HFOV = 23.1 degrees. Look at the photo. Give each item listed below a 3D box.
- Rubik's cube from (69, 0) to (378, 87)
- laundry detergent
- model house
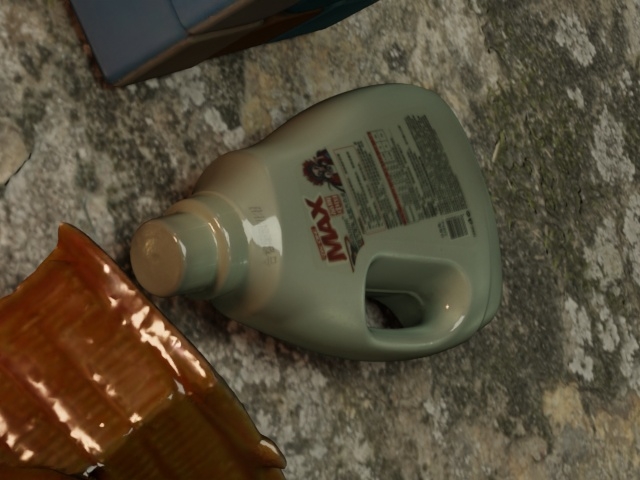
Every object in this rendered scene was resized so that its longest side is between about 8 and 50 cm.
[{"bbox_3d":[-0.040,-0.372,1.362,0.346,0.344,0.347,-23,89,-52],"label":"Rubik's cube"},{"bbox_3d":[0.000,0.000,1.403,0.398,0.124,0.264,-15,85,-50],"label":"laundry detergent"},{"bbox_3d":[-0.173,0.148,1.107,0.229,0.219,0.199,-37,145,-14],"label":"model house"}]
